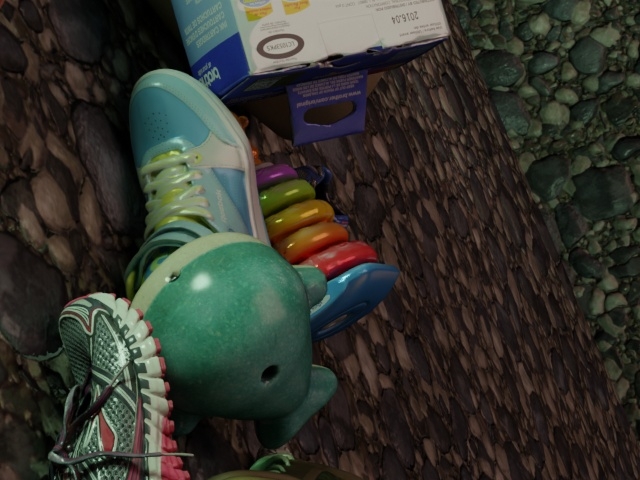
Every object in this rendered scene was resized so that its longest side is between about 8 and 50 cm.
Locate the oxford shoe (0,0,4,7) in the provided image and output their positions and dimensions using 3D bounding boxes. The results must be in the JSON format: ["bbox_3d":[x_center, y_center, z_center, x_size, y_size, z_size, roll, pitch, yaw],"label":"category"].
[{"bbox_3d":[-0.357,-0.378,1.222,0.146,0.140,0.397,-135,-141,-78],"label":"oxford shoe"}]

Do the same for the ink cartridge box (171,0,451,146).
[{"bbox_3d":[-0.030,-0.311,1.575,0.270,0.151,0.396,-15,86,-28],"label":"ink cartridge box"}]

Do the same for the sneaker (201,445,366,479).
[{"bbox_3d":[-0.038,0.283,1.452,0.182,0.158,0.410,44,7,34],"label":"sneaker"}]

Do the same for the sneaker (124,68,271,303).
[{"bbox_3d":[-0.143,-0.028,1.446,0.319,0.127,0.208,68,19,2],"label":"sneaker"}]

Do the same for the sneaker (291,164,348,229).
[{"bbox_3d":[0.000,0.000,1.832,0.083,0.087,0.221,-1,70,-68],"label":"sneaker"}]

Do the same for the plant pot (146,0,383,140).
[{"bbox_3d":[-0.084,-0.297,1.749,0.274,0.256,0.256,28,42,-37],"label":"plant pot"}]

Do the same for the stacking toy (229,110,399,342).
[{"bbox_3d":[-0.056,-0.030,1.668,0.302,0.175,0.166,60,16,12],"label":"stacking toy"}]

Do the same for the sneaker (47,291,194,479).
[{"bbox_3d":[-0.180,0.170,1.182,0.121,0.112,0.299,110,-31,-46],"label":"sneaker"}]

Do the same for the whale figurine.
[{"bbox_3d":[-0.061,0.116,1.332,0.141,0.216,0.272,38,-11,45],"label":"whale figurine"}]
